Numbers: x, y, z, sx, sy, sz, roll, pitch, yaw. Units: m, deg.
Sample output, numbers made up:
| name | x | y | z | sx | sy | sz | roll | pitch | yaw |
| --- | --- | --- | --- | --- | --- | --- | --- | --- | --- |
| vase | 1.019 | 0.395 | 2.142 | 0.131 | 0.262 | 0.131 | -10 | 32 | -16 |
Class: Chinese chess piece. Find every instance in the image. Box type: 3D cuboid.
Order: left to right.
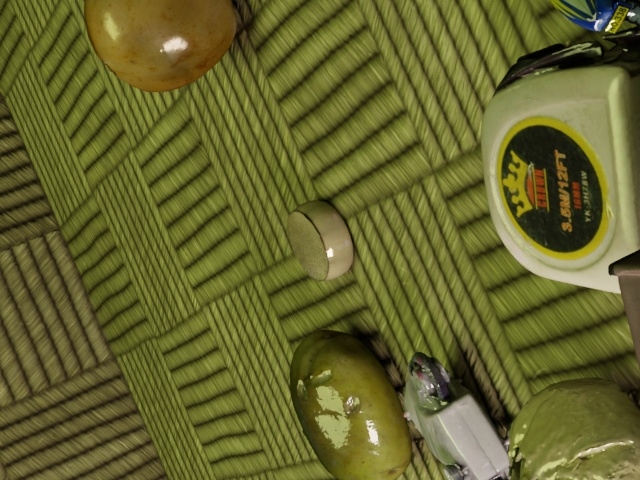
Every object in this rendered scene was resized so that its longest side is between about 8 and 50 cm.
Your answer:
| name | x | y | z | sx | sy | sz | roll | pitch | yaw |
| --- | --- | --- | --- | --- | --- | --- | --- | --- | --- |
| Chinese chess piece | 0.000 | 0.000 | 2.145 | 0.122 | 0.051 | 0.122 | 46 | 149 | 38 |

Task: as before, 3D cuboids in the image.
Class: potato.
| name | x | y | z | sx | sy | sz | roll | pitch | yaw |
| --- | --- | --- | --- | --- | --- | --- | --- | --- | --- |
| potato | 0.040 | 0.252 | 2.161 | 0.197 | 0.148 | 0.228 | -137 | 29 | -67 |

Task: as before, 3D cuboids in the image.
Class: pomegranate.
| name | x | y | z | sx | sy | sz | roll | pitch | yaw |
| --- | --- | --- | --- | --- | --- | --- | --- | --- | --- |
| pomegranate | -0.241 | -0.327 | 2.146 | 0.233 | 0.233 | 0.233 | 44 | 146 | 41 |

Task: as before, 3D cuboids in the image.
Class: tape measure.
| name | x | y | z | sx | sy | sz | roll | pitch | yaw |
| --- | --- | --- | --- | --- | --- | --- | --- | --- | --- |
| tape measure | 0.266 | -0.100 | 1.457 | 0.231 | 0.133 | 0.271 | 16 | 123 | 50 |

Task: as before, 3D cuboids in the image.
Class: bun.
| name | x | y | z | sx | sy | sz | roll | pitch | yaw |
| --- | --- | --- | --- | --- | --- | --- | --- | --- | --- |
| bun | 0.287 | 0.283 | 1.625 | 0.259 | 0.152 | 0.259 | 165 | 90 | -85 |

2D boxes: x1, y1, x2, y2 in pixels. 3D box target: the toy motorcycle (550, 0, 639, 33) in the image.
| name | x | y | z | sx | sy | sz | roll | pitch | yaw |
| --- | --- | --- | --- | --- | --- | --- | --- | --- | --- |
| toy motorcycle | 0.205 | -0.300 | 1.335 | 0.113 | 0.169 | 0.315 | -59 | 47 | 35 |

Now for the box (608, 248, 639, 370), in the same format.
| name | x | y | z | sx | sy | sz | roll | pitch | yaw |
| --- | --- | --- | --- | --- | --- | --- | --- | --- | --- |
| box | 0.404 | 0.062 | 1.244 | 0.252 | 0.188 | 0.153 | 1 | 111 | 61 |

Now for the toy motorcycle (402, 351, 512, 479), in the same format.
| name | x | y | z | sx | sy | sz | roll | pitch | yaw |
| --- | --- | --- | --- | --- | --- | --- | --- | --- | --- |
| toy motorcycle | 0.190 | 0.265 | 1.938 | 0.260 | 0.110 | 0.171 | 58 | 170 | 5 |
